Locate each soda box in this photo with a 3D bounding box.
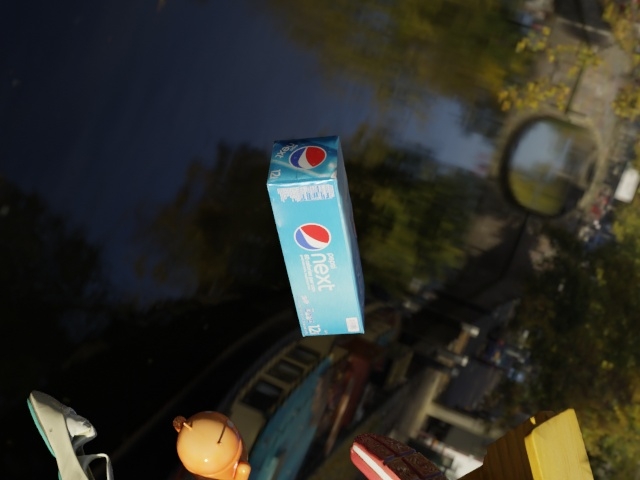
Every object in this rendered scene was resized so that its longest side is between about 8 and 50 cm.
[{"bbox_3d":[0.000,0.000,0.981,0.071,0.067,0.210,-85,168,-48],"label":"soda box"}]

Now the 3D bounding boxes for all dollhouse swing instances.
[{"bbox_3d":[0.294,0.507,1.850,0.347,0.305,0.315,126,-38,-52],"label":"dollhouse swing"}]

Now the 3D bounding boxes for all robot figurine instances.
[{"bbox_3d":[-0.211,0.415,1.940,0.219,0.128,0.158,79,-7,-61],"label":"robot figurine"}]

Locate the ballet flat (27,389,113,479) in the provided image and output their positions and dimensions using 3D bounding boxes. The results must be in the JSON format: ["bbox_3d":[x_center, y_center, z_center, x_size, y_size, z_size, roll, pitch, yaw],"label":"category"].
[{"bbox_3d":[-0.355,0.316,1.440,0.086,0.248,0.086,-23,153,-12],"label":"ballet flat"}]

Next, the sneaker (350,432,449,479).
[{"bbox_3d":[0.091,0.296,0.944,0.087,0.221,0.128,8,116,-55],"label":"sneaker"}]
